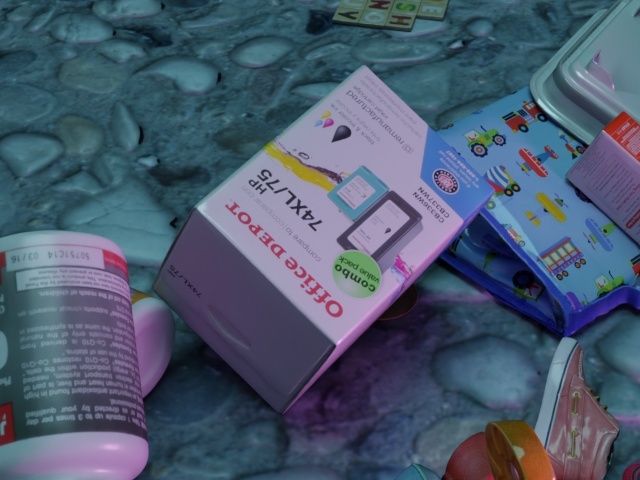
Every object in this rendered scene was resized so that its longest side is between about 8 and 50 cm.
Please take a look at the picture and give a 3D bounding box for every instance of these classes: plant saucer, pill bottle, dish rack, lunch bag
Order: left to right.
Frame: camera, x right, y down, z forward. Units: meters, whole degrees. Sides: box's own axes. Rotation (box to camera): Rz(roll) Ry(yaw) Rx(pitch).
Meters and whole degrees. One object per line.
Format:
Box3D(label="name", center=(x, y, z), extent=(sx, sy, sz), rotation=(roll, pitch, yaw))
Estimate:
Box3D(label="pill bottle", center=(-0.246, 0.148, 1.358), extent=(0.161, 0.161, 0.283), rotation=(-7, 69, -7))
Box3D(label="pill bottle", center=(-0.272, 0.085, 1.545), extent=(0.216, 0.121, 0.121), rotation=(20, 44, 25))
Box3D(label="plant saucer", center=(0.068, 0.066, 1.645), extent=(0.083, 0.015, 0.083), rotation=(0, 39, 0))
Box3D(label="lunch bag", center=(0.269, -0.025, 1.683), extent=(0.221, 0.138, 0.293), rotation=(-28, 55, -33))
Box3D(label="dish rack", center=(0.431, -0.183, 1.798), extent=(0.285, 0.072, 0.333), rotation=(37, 39, 8))

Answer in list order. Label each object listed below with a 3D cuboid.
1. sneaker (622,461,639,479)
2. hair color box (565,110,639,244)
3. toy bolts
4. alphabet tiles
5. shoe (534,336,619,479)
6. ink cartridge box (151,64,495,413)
Box3D(label="sneaker", center=(0.408, 0.166, 1.414), extent=(0.112, 0.121, 0.299), rotation=(25, 54, 36))
Box3D(label="hair color box", center=(0.364, -0.052, 1.618), extent=(0.167, 0.093, 0.053), rotation=(45, 53, 10))
Box3D(label="toy bolts", center=(0.109, 0.254, 1.285), extent=(0.158, 0.218, 0.228), rotation=(-18, 23, -11))
Box3D(label="alphabet tiles", center=(0.101, -0.385, 2.210), extent=(0.198, 0.009, 0.237), rotation=(8, 39, 11))
Box3D(label="shoe", center=(0.263, 0.176, 1.472), extent=(0.081, 0.063, 0.178), rotation=(12, 46, 13))
Box3D(label="ink cartridge box", center=(0.000, 0.000, 1.518), extent=(0.198, 0.197, 0.270), rotation=(44, 58, 5))
